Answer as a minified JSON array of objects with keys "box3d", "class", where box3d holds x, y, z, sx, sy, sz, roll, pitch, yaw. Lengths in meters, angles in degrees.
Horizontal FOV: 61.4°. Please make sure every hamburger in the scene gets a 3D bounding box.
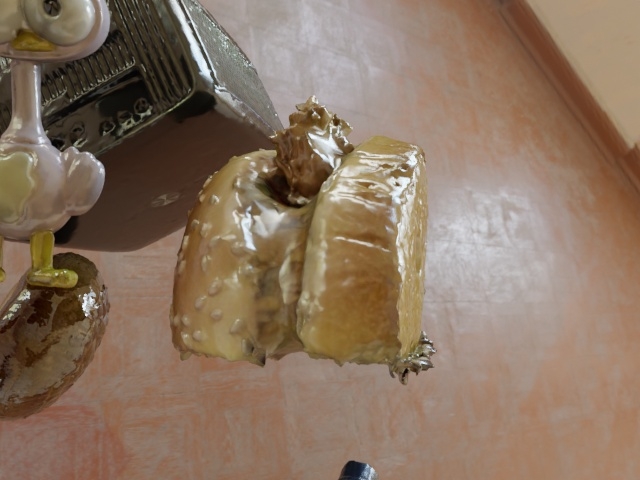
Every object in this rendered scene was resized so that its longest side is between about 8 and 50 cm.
[{"box3d":[0.000,0.000,0.615,0.445,0.268,0.286,31,61,-74],"class":"hamburger"}]

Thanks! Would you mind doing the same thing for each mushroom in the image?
[{"box3d":[-0.399,0.135,0.779,0.153,0.253,0.253,25,58,-14],"class":"mushroom"}]

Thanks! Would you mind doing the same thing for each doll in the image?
[{"box3d":[-0.295,-0.137,0.537,0.160,0.094,0.365,4,99,-2],"class":"doll"}]

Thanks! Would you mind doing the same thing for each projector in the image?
[{"box3d":[-0.287,-0.167,0.836,0.242,0.395,0.405,66,11,10],"class":"projector"}]

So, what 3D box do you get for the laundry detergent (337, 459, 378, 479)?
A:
[{"box3d":[-0.011,0.312,0.455,0.215,0.105,0.280,13,37,7],"class":"laundry detergent"}]
